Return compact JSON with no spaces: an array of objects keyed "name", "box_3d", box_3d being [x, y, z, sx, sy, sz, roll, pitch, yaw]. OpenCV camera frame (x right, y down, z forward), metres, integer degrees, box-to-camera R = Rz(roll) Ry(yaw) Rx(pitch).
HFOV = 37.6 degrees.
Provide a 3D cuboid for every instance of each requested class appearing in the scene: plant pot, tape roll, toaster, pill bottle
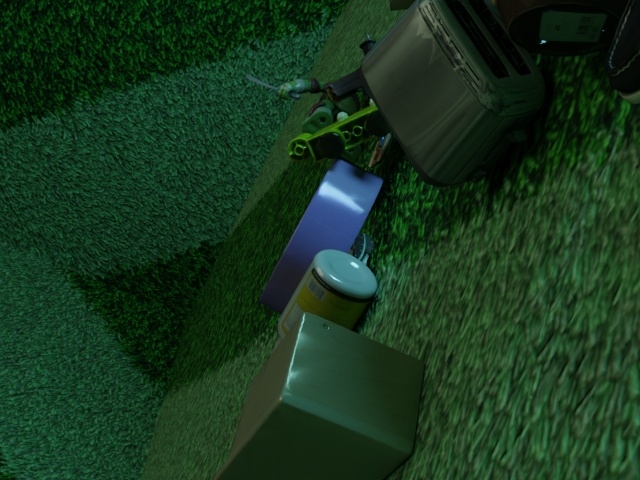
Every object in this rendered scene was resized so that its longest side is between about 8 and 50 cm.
[{"name":"plant pot","box_3d":[0.244,-0.307,0.914,0.215,0.215,0.231,142,136,-69]},{"name":"tape roll","box_3d":[0.000,0.000,1.542,0.275,0.090,0.275,-61,1,1]},{"name":"toaster","box_3d":[0.146,-0.184,1.064,0.146,0.129,0.227,-46,66,44]},{"name":"pill bottle","box_3d":[0.000,0.112,1.379,0.184,0.103,0.103,-60,12,27]}]

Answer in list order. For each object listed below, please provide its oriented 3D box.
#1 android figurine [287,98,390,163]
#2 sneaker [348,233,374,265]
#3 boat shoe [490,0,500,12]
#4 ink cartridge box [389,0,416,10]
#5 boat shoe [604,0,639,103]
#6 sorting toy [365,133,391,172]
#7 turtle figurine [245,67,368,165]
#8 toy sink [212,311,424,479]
[{"name":"android figurine","box_3d":[0.067,-0.193,1.556,0.248,0.056,0.273,-23,10,13]},{"name":"sneaker","box_3d":[0.053,0.042,1.464,0.109,0.040,0.044,-63,3,-34]},{"name":"boat shoe","box_3d":[0.223,-0.251,1.165,0.207,0.073,0.073,-67,13,-7]},{"name":"ink cartridge box","box_3d":[0.176,-0.604,1.861,0.193,0.088,0.235,-79,-16,-48]},{"name":"boat shoe","box_3d":[0.299,-0.276,0.732,0.340,0.113,0.127,-61,12,23]},{"name":"sorting toy","box_3d":[0.101,-0.153,1.715,0.083,0.012,0.062,-68,11,-12]},{"name":"turtle figurine","box_3d":[-0.012,-0.245,2.004,0.266,0.274,0.198,-94,-4,-61]},{"name":"toy sink","box_3d":[-0.007,0.209,1.067,0.234,0.152,0.131,123,166,-45]}]
